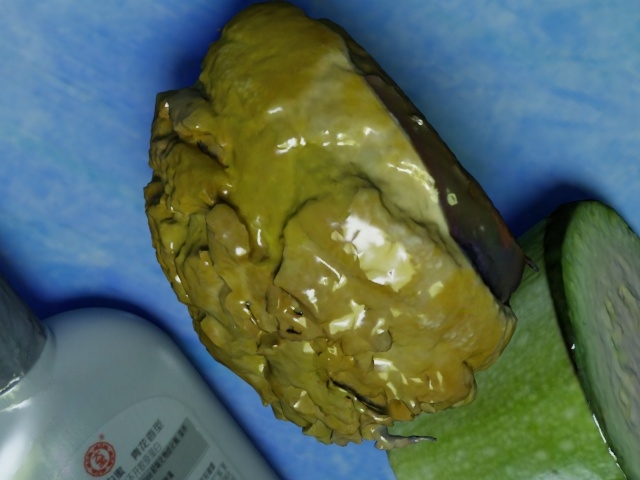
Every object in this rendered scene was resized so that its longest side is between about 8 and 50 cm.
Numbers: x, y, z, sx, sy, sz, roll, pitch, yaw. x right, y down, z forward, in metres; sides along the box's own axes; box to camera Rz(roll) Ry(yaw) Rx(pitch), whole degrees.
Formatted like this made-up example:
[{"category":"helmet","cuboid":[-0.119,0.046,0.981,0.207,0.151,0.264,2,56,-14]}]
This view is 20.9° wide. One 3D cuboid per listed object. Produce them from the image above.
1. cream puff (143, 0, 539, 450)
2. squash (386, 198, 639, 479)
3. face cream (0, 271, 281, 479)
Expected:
[{"category":"cream puff","cuboid":[0.000,0.000,0.717,0.129,0.189,0.189,-38,120,4]},{"category":"squash","cuboid":[0.112,0.080,0.806,0.123,0.170,0.170,-31,122,26]},{"category":"face cream","cuboid":[-0.107,0.110,0.811,0.144,0.071,0.291,-49,125,-21]}]
